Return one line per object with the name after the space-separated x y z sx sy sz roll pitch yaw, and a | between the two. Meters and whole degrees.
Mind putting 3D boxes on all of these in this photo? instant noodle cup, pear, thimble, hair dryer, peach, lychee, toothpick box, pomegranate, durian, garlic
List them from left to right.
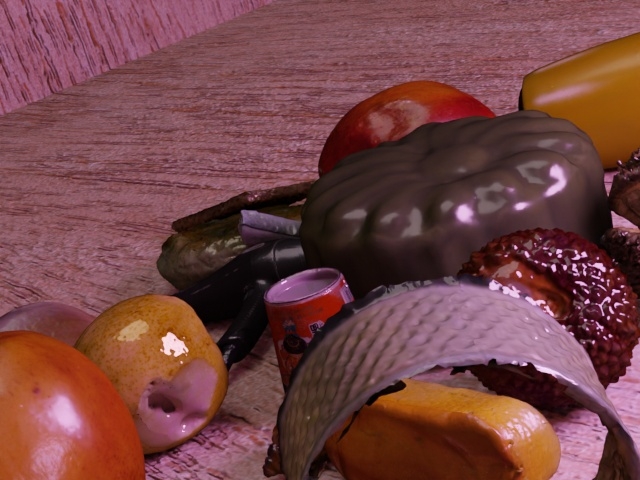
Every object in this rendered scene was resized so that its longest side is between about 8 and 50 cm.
-0.299 0.206 1.543 0.264 0.264 0.264 -15 18 5 | pomegranate
-0.369 0.165 2.022 0.266 0.128 0.148 -42 17 -33 | garlic
-0.189 0.146 1.773 0.178 0.178 0.178 -15 18 5 | pear
-0.115 0.098 1.997 0.235 0.091 0.271 -20 20 21 | hair dryer
0.001 0.106 1.758 0.127 0.135 0.127 -16 18 6 | instant noodle cup
0.115 -0.102 2.154 0.243 0.199 0.243 -23 -4 -2 | peach
0.101 0.174 1.260 0.271 0.270 0.150 -17 20 1 | thimble
0.212 0.079 1.612 0.188 0.188 0.188 -15 18 5 | lychee
0.401 -0.182 2.207 0.271 0.175 0.175 -13 18 21 | toothpick box
0.383 -0.012 1.741 0.167 0.196 0.196 14 34 37 | durian

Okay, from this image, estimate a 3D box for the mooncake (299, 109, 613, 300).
0.153 -0.017 1.886 0.356 0.194 0.356 -17 15 5 | mooncake

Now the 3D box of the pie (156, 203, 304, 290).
-0.089 -0.004 2.241 0.277 0.078 0.277 -18 11 4 | pie

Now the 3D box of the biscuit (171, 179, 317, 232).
-0.110 -0.045 2.419 0.131 0.026 0.237 -8 -7 -34 | biscuit

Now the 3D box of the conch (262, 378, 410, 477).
0.037 0.158 1.655 0.233 0.086 0.080 -23 19 -13 | conch

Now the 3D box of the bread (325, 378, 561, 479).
0.101 0.182 1.507 0.094 0.102 0.245 -28 22 -37 | bread

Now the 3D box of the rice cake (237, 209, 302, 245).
0.000 0.000 2.097 0.211 0.043 0.034 11 51 -3 | rice cake
